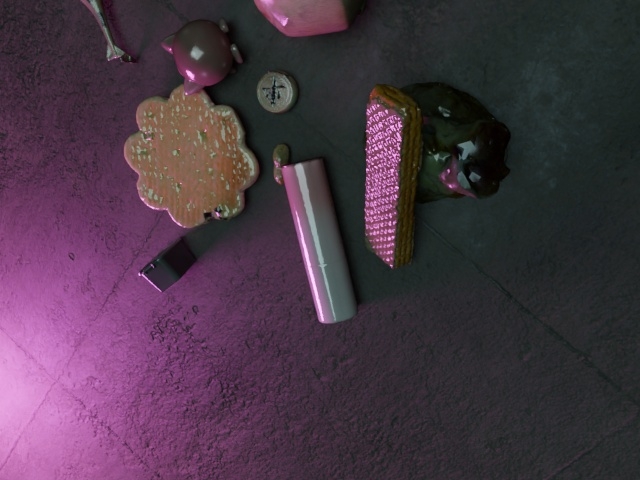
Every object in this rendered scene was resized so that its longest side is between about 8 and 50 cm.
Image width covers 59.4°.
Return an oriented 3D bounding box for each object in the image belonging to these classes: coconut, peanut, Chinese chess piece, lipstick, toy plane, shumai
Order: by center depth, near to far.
[{"bbox_3d":[-0.007,-0.453,0.954,0.224,0.224,0.224,5,106,18],"label":"coconut"},{"bbox_3d":[0.188,-0.161,0.966,0.272,0.203,0.222,0,103,23],"label":"shumai"},{"bbox_3d":[-0.085,-0.294,1.110,0.084,0.034,0.084,5,107,18],"label":"Chinese chess piece"},{"bbox_3d":[0.000,0.000,1.132,0.087,0.087,0.327,-10,101,21],"label":"lipstick"},{"bbox_3d":[-0.080,-0.155,1.146,0.037,0.037,0.083,0,103,19],"label":"peanut"},{"bbox_3d":[-0.469,-0.501,1.159,0.108,0.092,0.286,-15,102,11],"label":"toy plane"}]

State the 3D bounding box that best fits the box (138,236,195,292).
[{"bbox_3d":[-0.337,0.056,1.249,0.084,0.122,0.069,-33,104,25],"label":"box"}]

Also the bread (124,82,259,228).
[{"bbox_3d":[-0.277,-0.173,1.198,0.316,0.054,0.316,5,107,17],"label":"bread"}]

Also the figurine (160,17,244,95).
[{"bbox_3d":[-0.230,-0.366,1.100,0.138,0.125,0.125,-27,95,7],"label":"figurine"}]

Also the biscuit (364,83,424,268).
[{"bbox_3d":[0.122,-0.091,0.972,0.094,0.054,0.378,44,153,34],"label":"biscuit"}]
